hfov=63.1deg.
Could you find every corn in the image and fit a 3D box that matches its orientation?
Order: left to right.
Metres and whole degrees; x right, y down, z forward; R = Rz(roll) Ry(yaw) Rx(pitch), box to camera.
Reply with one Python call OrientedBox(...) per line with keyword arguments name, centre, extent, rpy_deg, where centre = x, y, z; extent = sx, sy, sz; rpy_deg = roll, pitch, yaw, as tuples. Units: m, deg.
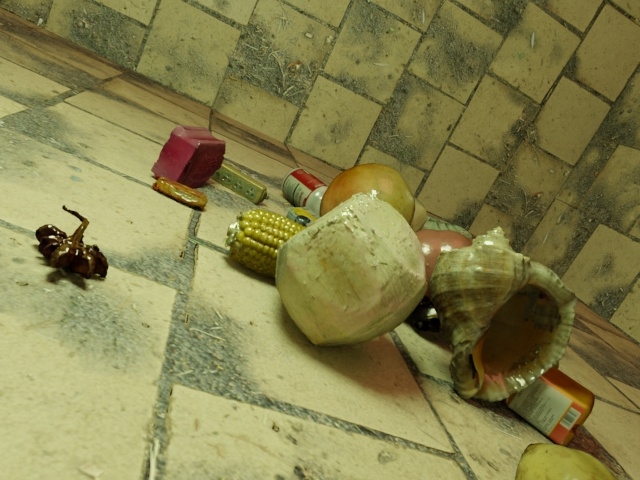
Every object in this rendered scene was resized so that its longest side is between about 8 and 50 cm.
OrientedBox(name="corn", centre=(-0.035, 0.038, 1.191), extent=(0.387, 0.144, 0.144), rpy_deg=(21, 16, -26))

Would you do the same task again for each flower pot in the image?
OrientedBox(name="flower pot", centre=(0.498, -0.011, 2.270), extent=(0.254, 0.165, 0.367), rpy_deg=(28, 13, 24))

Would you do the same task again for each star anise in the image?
OrientedBox(name="star anise", centre=(-0.395, -0.002, 0.825), extent=(0.097, 0.070, 0.190), rpy_deg=(9, 21, -45))

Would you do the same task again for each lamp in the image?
OrientedBox(name="lamp", centre=(0.296, 0.110, 1.338), extent=(0.305, 0.240, 0.305), rpy_deg=(6, -26, 3))

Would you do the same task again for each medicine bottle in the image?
OrientedBox(name="medicine bottle", centre=(-0.032, -0.160, 1.883), extent=(0.131, 0.131, 0.250), rpy_deg=(13, 21, -44))
OrientedBox(name="medicine bottle", centre=(0.480, 0.332, 1.166), extent=(0.222, 0.112, 0.149), rpy_deg=(35, 17, 27))

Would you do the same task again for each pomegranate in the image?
OrientedBox(name="pomegranate", centre=(0.149, -0.087, 1.669), extent=(0.319, 0.319, 0.319), rpy_deg=(26, 15, -7))

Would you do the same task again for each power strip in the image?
OrientedBox(name="power strip", centre=(-0.301, -0.209, 1.696), extent=(0.305, 0.064, 0.044), rpy_deg=(31, 21, 11))

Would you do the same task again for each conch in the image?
OrientedBox(name="conch", centre=(0.368, 0.150, 1.111), extent=(0.296, 0.353, 0.210), rpy_deg=(11, 17, 2))

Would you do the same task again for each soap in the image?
OrientedBox(name="soap", centre=(-0.365, -0.243, 1.500), extent=(0.099, 0.162, 0.250), rpy_deg=(29, 15, 4))

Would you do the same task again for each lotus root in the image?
OrientedBox(name="lotus root", centre=(0.367, 0.386, 0.720), extent=(0.160, 0.146, 0.284), rpy_deg=(42, 7, -16))

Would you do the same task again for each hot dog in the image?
OrientedBox(name="hot dog", centre=(-0.361, -0.121, 1.345), extent=(0.144, 0.038, 0.062), rpy_deg=(22, 18, -13))

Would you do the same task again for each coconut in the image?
OrientedBox(name="coconut", centre=(0.061, 0.065, 0.998), extent=(0.255, 0.297, 0.297), rpy_deg=(56, 16, -1))
OrientedBox(name="coconut", centre=(0.268, -0.084, 1.926), extent=(0.259, 0.259, 0.259), rpy_deg=(26, 15, -7))

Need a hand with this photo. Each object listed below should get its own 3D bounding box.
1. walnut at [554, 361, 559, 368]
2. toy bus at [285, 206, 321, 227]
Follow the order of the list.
OrientedBox(name="walnut", centre=(0.627, 0.339, 1.472), extent=(0.092, 0.092, 0.092), rpy_deg=(26, 15, -7))
OrientedBox(name="toy bus", centre=(0.000, 0.000, 1.434), extent=(0.106, 0.092, 0.268), rpy_deg=(-8, 35, -40))
